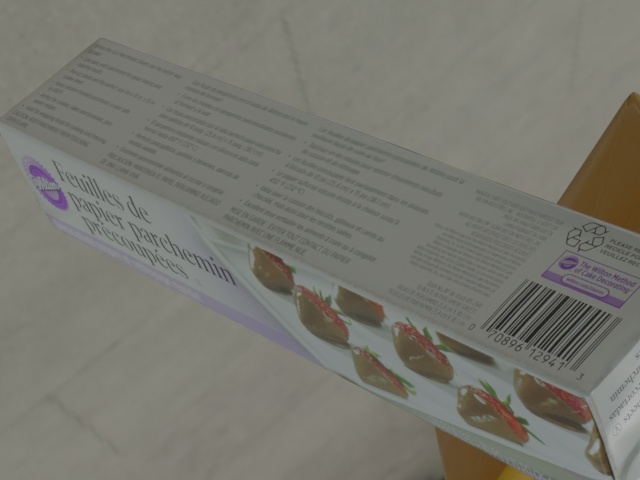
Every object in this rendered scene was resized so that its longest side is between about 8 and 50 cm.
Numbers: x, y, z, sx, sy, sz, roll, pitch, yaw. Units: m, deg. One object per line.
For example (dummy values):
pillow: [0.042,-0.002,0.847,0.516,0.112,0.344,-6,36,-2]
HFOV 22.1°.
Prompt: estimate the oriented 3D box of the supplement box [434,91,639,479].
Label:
supplement box: [0.187,0.071,0.765,0.191,0.194,0.129,-58,-166,20]

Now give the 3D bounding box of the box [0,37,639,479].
box: [0.000,0.000,0.594,0.067,0.324,0.063,-43,131,-23]
